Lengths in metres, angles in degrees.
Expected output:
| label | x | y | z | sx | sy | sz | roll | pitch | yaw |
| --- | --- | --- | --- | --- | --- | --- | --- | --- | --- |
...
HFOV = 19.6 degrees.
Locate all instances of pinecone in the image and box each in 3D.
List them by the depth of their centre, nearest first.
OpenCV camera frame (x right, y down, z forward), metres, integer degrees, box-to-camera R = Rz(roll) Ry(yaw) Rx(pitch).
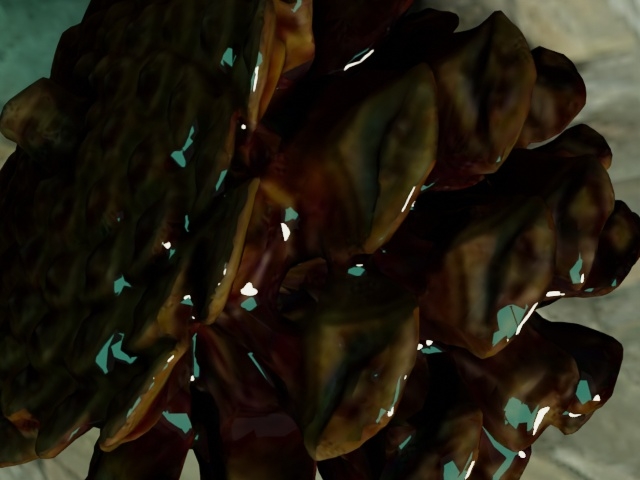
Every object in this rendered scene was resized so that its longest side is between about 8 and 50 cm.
| label | x | y | z | sx | sy | sz | roll | pitch | yaw |
| --- | --- | --- | --- | --- | --- | --- | --- | --- | --- |
| pinecone | 0.000 | 0.000 | 0.524 | 0.208 | 0.207 | 0.207 | 8 | 123 | 12 |
